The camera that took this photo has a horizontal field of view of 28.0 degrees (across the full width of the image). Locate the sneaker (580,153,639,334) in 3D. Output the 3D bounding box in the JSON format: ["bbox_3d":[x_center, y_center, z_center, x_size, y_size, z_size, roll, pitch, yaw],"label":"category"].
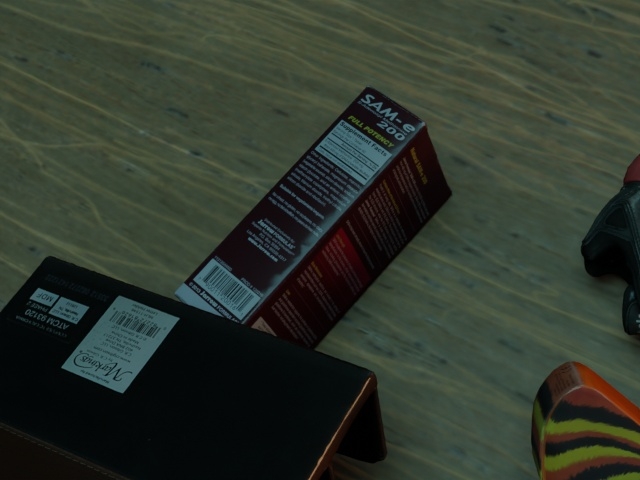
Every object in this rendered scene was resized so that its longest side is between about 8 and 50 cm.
[{"bbox_3d":[0.312,0.052,0.990,0.135,0.097,0.276,-42,59,-6],"label":"sneaker"}]

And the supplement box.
[{"bbox_3d":[0.000,0.000,1.087,0.073,0.130,0.239,38,80,28],"label":"supplement box"}]

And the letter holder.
[{"bbox_3d":[-0.111,0.172,1.015,0.302,0.214,0.152,18,54,24],"label":"letter holder"}]

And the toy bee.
[{"bbox_3d":[0.258,0.221,0.892,0.298,0.195,0.162,33,102,16],"label":"toy bee"}]
